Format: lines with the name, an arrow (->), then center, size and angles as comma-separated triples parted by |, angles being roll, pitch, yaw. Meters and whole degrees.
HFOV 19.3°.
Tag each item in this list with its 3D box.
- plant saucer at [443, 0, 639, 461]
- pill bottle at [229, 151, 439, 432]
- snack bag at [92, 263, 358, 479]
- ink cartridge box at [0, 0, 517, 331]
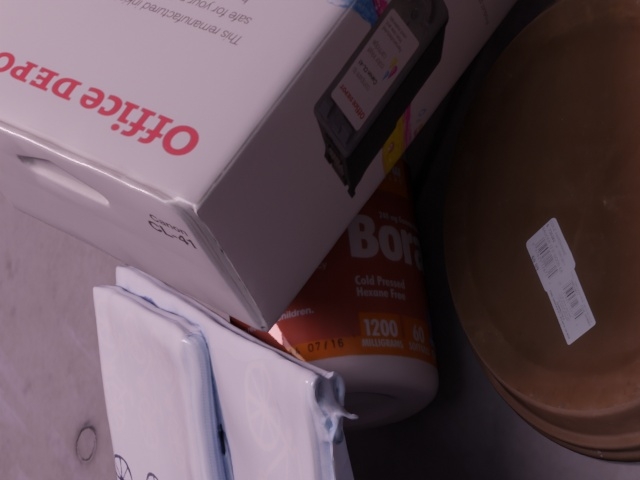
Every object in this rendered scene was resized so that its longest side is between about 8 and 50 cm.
plant saucer -> 0.159, -0.021, 1.014 | 0.278, 0.041, 0.278 | -13, 72, 49
pill bottle -> 0.000, 0.000, 1.141 | 0.121, 0.121, 0.216 | -29, 61, 45
snack bag -> -0.055, 0.198, 1.106 | 0.342, 0.037, 0.323 | -159, 62, -63
ink cartridge box -> -0.041, -0.131, 1.071 | 0.226, 0.131, 0.306 | 24, 69, 35
